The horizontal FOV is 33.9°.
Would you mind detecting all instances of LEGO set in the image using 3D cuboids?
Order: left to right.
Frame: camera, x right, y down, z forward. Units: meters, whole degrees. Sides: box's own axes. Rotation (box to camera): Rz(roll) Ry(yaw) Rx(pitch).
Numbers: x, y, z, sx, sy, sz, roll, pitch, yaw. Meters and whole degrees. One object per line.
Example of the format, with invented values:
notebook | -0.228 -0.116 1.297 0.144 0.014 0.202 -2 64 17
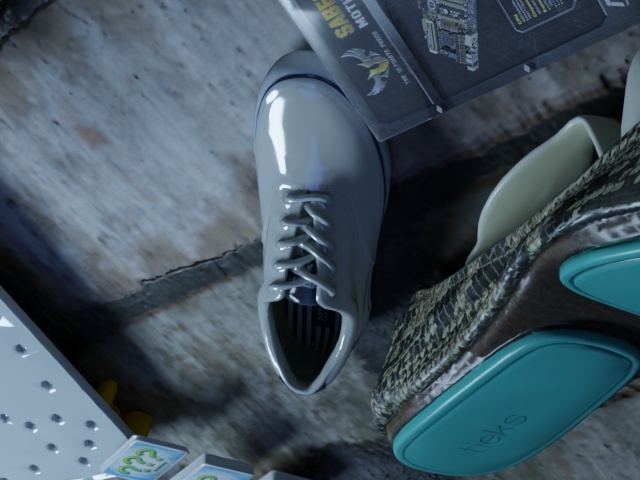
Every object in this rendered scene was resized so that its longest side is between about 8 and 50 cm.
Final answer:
LEGO set | -0.142 0.261 0.954 0.182 0.060 0.244 21 138 -27

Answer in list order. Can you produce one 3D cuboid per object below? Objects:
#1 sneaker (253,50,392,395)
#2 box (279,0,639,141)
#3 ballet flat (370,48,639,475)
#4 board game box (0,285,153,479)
sneaker | 0.000 0.000 0.711 0.094 0.091 0.258 3 129 11
box | 0.051 -0.185 0.571 0.183 0.056 0.231 -23 120 29
ballet flat | 0.166 -0.002 0.573 0.164 0.182 0.483 16 153 -19
board game box | -0.400 0.095 0.912 0.390 0.050 0.390 -18 122 26
